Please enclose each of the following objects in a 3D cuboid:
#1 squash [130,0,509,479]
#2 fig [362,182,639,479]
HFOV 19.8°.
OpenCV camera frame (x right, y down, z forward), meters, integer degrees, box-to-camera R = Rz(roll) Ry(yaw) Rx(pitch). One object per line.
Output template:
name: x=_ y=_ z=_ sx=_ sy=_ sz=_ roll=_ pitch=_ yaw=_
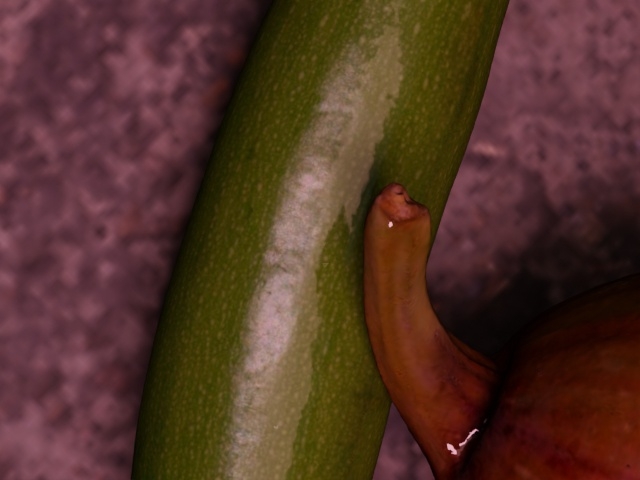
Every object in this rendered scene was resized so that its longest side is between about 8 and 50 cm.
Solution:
squash: x=-0.002 y=0.000 z=0.596 sx=0.082 sy=0.082 sz=0.293 roll=18 pitch=83 yaw=-10
fig: x=0.096 y=0.073 z=0.575 sx=0.207 sy=0.175 sz=0.175 roll=19 pitch=85 yaw=1
